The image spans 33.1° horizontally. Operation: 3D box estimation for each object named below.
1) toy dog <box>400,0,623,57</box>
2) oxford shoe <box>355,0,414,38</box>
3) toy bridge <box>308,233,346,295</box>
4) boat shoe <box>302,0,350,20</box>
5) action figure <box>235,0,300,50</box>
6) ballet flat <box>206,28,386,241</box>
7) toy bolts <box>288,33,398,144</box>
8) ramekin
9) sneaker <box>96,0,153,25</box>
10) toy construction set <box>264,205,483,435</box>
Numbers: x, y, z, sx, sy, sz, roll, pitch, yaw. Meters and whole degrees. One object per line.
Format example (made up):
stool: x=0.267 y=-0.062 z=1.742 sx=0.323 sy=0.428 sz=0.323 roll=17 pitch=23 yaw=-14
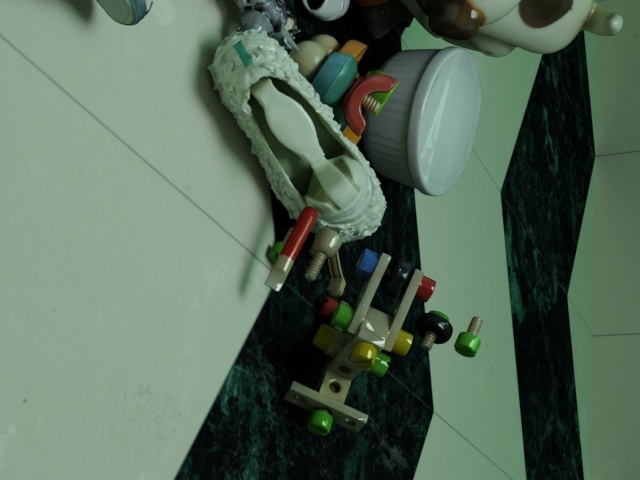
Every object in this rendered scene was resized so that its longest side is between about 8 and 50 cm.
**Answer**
toy dog: x=0.282 y=-0.429 z=1.811 sx=0.284 sy=0.395 sz=0.408 roll=-56 pitch=157 yaw=19
oxford shoe: x=0.145 y=-0.454 z=2.030 sx=0.271 sy=0.097 sz=0.098 roll=-39 pitch=125 yaw=-48
toy bridge: x=0.000 y=0.000 z=1.709 sx=0.063 sy=0.026 sz=0.188 roll=-68 pitch=143 yaw=-46
boat shoe: x=-0.006 y=-0.489 z=1.727 sx=0.088 sy=0.096 sz=0.268 roll=-15 pitch=107 yaw=-68
action figure: x=-0.075 y=-0.385 z=1.562 sx=0.185 sy=0.099 sz=0.285 roll=62 pitch=37 yaw=-51
ballet flat: x=-0.019 y=-0.117 z=1.530 sx=0.409 sy=0.147 sz=0.147 roll=50 pitch=41 yaw=-36
toy bolts: x=0.009 y=-0.223 z=1.674 sx=0.218 sy=0.158 sz=0.228 roll=-55 pitch=180 yaw=2
ramekin: x=0.180 y=-0.221 z=1.943 sx=0.273 sy=0.127 sz=0.273 roll=-37 pitch=135 yaw=-51
sneaker: x=-0.288 y=-0.306 z=1.128 sx=0.283 sy=0.110 sz=0.122 roll=47 pitch=63 yaw=-48
toy construction set: x=0.023 y=0.137 z=1.554 sx=0.309 sy=0.257 sz=0.237 roll=43 pitch=57 yaw=-25
